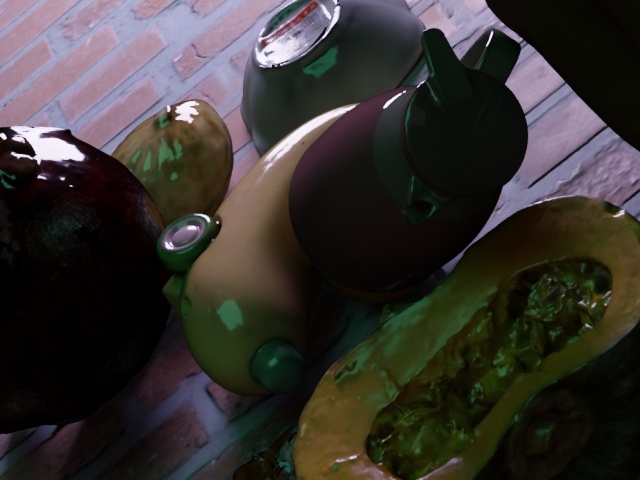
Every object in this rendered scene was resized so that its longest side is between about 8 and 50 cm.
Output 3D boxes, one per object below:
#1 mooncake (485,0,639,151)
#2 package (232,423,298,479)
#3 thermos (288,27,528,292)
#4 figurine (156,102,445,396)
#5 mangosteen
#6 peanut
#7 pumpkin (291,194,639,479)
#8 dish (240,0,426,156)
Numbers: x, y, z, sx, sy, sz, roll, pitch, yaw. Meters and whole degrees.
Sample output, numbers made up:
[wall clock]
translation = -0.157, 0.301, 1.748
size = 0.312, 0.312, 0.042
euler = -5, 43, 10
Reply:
[mooncake]
translation = 0.345, -0.251, 1.158
size = 0.467, 0.262, 0.467
euler = -40, 5, 4
[package]
translation = -0.027, 0.189, 1.381
size = 0.111, 0.033, 0.077
euler = -45, 57, 20
[thermos]
translation = 0.078, -0.064, 1.262
size = 0.176, 0.146, 0.265
euler = -63, 6, -17
[figurine]
translation = 0.000, 0.000, 1.464
size = 0.222, 0.124, 0.324
euler = 8, 49, 41
[mangosteen]
translation = -0.276, 0.043, 1.522
size = 0.311, 0.311, 0.311
euler = -25, 39, 23
[peanut]
translation = -0.154, -0.064, 1.694
size = 0.159, 0.109, 0.140
euler = -41, 23, 24
[pumpkin]
translation = 0.122, 0.107, 1.233
size = 0.317, 0.139, 0.222
euler = -44, 38, -1
[dish]
translation = -0.008, -0.193, 1.708
size = 0.229, 0.081, 0.229
euler = -26, 39, 23
